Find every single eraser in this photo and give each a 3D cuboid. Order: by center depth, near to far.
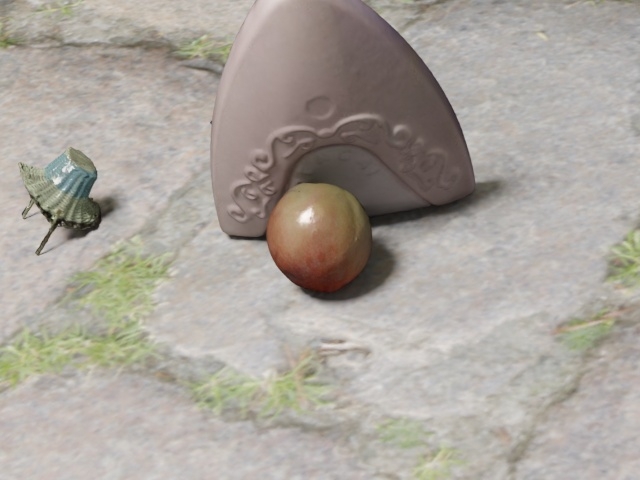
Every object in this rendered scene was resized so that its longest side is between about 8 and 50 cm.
[{"bbox_3d":[0.001,-0.094,1.345,0.204,0.243,0.059,-10,50,6],"label":"eraser"}]

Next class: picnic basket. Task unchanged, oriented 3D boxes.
[{"bbox_3d":[-0.216,-0.033,1.487,0.083,0.083,0.065,-48,39,15],"label":"picnic basket"}]

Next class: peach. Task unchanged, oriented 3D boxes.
[{"bbox_3d":[-0.001,-0.002,1.349,0.083,0.083,0.083,-9,33,6],"label":"peach"}]
